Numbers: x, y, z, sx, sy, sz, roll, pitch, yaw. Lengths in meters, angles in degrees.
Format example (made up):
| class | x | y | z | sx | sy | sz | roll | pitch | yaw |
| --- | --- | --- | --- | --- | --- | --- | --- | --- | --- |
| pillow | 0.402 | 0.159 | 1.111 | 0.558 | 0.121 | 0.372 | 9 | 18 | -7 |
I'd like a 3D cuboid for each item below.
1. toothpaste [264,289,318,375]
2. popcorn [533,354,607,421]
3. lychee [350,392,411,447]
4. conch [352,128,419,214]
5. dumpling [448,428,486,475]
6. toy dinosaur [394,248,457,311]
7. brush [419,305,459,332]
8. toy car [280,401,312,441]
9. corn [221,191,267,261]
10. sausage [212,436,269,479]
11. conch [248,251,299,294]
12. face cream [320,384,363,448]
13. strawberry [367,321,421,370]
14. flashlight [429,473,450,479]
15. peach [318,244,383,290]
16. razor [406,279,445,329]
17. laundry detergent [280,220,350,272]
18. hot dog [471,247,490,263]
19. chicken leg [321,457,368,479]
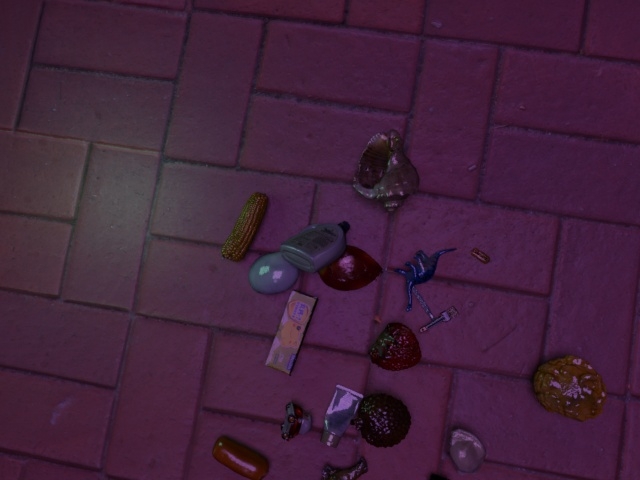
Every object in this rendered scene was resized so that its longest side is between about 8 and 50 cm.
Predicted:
| class | x | y | z | sx | sy | sz | roll | pitch | yaw |
| --- | --- | --- | --- | --- | --- | --- | --- | --- | --- |
| toothpaste | -0.113 | 0.363 | 1.929 | 0.111 | 0.077 | 0.327 | 19 | 86 | 8 |
| popcorn | 0.919 | 0.540 | 1.791 | 0.251 | 0.190 | 0.249 | 1 | 96 | 9 |
| lychee | 0.224 | 0.674 | 1.820 | 0.239 | 0.200 | 0.199 | 0 | 84 | -14 |
| conch | 0.263 | -0.262 | 1.917 | 0.264 | 0.186 | 0.323 | 0 | 71 | 21 |
| dumpling | 0.553 | 0.799 | 1.826 | 0.136 | 0.118 | 0.198 | -5 | 106 | 5 |
| toy dinosaur | 0.390 | 0.113 | 1.912 | 0.144 | 0.076 | 0.329 | 39 | 78 | 3 |
| brush | 0.468 | 0.319 | 1.925 | 0.170 | 0.014 | 0.043 | -31 | 80 | 2 |
| toy car | -0.088 | 0.712 | 1.887 | 0.112 | 0.112 | 0.139 | 15 | 96 | -11 |
| corn | -0.300 | -0.057 | 1.971 | 0.102 | 0.102 | 0.312 | 27 | 87 | 6 |
| sausage | -0.313 | 0.855 | 1.889 | 0.239 | 0.098 | 0.098 | 26 | 87 | 7 |
| conch | -0.195 | 0.126 | 1.950 | 0.221 | 0.121 | 0.184 | -27 | 54 | 6 |
| face cream | 0.075 | 0.691 | 1.900 | 0.114 | 0.070 | 0.223 | 23 | 74 | 5 |
| strawberry | 0.299 | 0.418 | 1.852 | 0.202 | 0.184 | 0.186 | 33 | 51 | -15 |
| flashlight | 0.401 | 1.091 | 1.815 | 0.103 | 0.103 | 0.423 | 18 | 85 | 5 |
| peach | 0.114 | 0.109 | 1.944 | 0.280 | 0.068 | 0.188 | 3 | 86 | 4 |
| razor | 0.404 | 0.243 | 1.927 | 0.084 | 0.036 | 0.211 | -33 | 75 | 6 |
| laundry detergent | 0.000 | 0.000 | 1.904 | 0.215 | 0.105 | 0.281 | 21 | 46 | 36 |
| hot dog | 0.640 | 0.062 | 1.934 | 0.083 | 0.021 | 0.037 | 32 | 89 | 8 |
| chicken leg | 0.092 | 0.916 | 1.862 | 0.197 | 0.080 | 0.124 | -12 | 71 | 2 |
